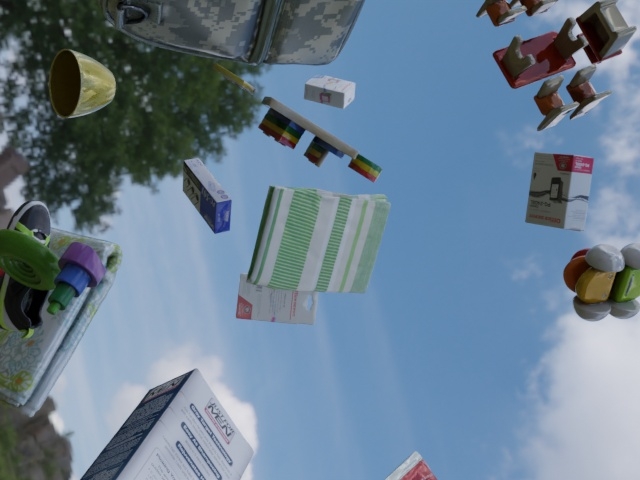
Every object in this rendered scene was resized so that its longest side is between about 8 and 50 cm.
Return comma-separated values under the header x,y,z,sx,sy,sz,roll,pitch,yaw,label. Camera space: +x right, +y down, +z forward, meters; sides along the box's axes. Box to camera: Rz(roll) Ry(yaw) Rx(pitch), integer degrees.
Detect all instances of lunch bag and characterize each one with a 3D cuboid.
x,y,z,sx,sy,sz,roll,pitch,yaw,label
-0.099,-0.336,0.844,0.212,0.256,0.305,117,-33,-59,lunch bag

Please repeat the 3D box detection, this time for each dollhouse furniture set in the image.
x,y,z,sx,sy,sz,roll,pitch,yaw,label
0.443,-0.354,1.553,0.262,0.259,0.135,65,-19,12,dollhouse furniture set

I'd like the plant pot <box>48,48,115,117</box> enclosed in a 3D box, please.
x,y,z,sx,sy,sz,roll,pitch,yaw,label
-0.469,-0.310,1.669,0.134,0.095,0.134,4,-85,46,plant pot

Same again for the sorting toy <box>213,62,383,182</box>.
x,y,z,sx,sy,sz,roll,pitch,yaw,label
-0.033,-0.143,1.113,0.046,0.274,0.132,-58,-168,5,sorting toy

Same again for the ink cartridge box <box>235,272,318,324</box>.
x,y,z,sx,sy,sz,roll,pitch,yaw,label
-0.108,0.148,2.086,0.067,0.198,0.115,150,-54,-83,ink cartridge box

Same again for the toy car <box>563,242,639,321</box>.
x,y,z,sx,sy,sz,roll,pitch,yaw,label
0.576,0.070,1.687,0.136,0.182,0.159,-126,-141,-56,toy car

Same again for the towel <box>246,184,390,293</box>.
x,y,z,sx,sy,sz,roll,pitch,yaw,label
0.000,0.000,1.881,0.038,0.324,0.248,34,-66,51,towel

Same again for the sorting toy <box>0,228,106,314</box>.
x,y,z,sx,sy,sz,roll,pitch,yaw,label
-0.487,0.067,1.262,0.365,0.126,0.127,1,-42,32,sorting toy

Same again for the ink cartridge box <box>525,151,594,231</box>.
x,y,z,sx,sy,sz,roll,pitch,yaw,label
0.484,-0.099,1.690,0.109,0.063,0.151,15,-80,57,ink cartridge box

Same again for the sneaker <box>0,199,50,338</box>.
x,y,z,sx,sy,sz,roll,pitch,yaw,label
-0.484,0.050,1.421,0.097,0.084,0.235,6,-96,26,sneaker

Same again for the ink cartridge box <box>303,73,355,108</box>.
x,y,z,sx,sy,sz,roll,pitch,yaw,label
0.027,-0.418,2.330,0.122,0.088,0.052,18,-54,16,ink cartridge box

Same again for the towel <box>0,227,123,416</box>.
x,y,z,sx,sy,sz,roll,pitch,yaw,label
-0.593,0.147,1.698,0.320,0.374,0.090,12,-22,36,towel

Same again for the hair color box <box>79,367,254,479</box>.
x,y,z,sx,sy,sz,roll,pitch,yaw,label
-0.227,0.349,1.177,0.105,0.347,0.174,-27,-78,22,hair color box

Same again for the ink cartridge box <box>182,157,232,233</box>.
x,y,z,sx,sy,sz,roll,pitch,yaw,label
-0.289,-0.115,2.111,0.207,0.046,0.097,49,-38,41,ink cartridge box

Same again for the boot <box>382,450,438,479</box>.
x,y,z,sx,sy,sz,roll,pitch,yaw,label
0.216,0.661,2.071,0.176,0.244,0.088,50,-36,14,boot
